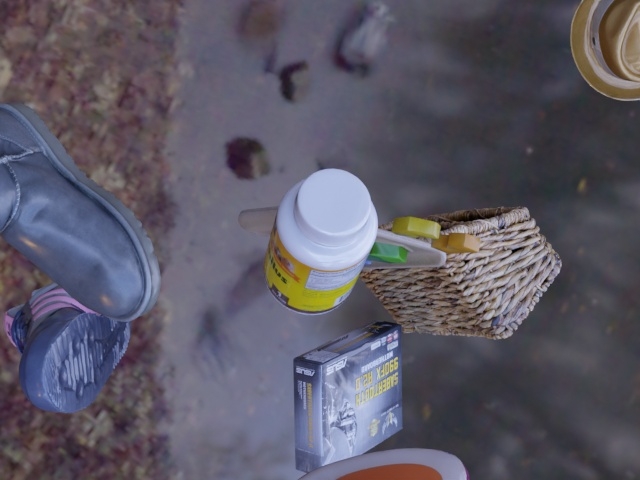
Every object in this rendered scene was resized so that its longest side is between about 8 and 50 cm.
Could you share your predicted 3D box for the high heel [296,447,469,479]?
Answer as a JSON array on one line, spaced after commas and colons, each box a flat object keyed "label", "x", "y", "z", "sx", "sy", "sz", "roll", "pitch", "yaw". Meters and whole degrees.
[{"label": "high heel", "x": -0.015, "y": 0.331, "z": 1.314, "sx": 0.377, "sy": 0.127, "sz": 0.181, "roll": -26, "pitch": 153, "yaw": -1}]

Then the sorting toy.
[{"label": "sorting toy", "x": 0.056, "y": 0.002, "z": 1.777, "sx": 0.229, "sy": 0.307, "sz": 0.041, "roll": 20, "pitch": 76, "yaw": -35}]

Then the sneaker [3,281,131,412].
[{"label": "sneaker", "x": -0.304, "y": 0.115, "z": 1.458, "sx": 0.319, "sy": 0.131, "sz": 0.112, "roll": -63, "pitch": 154, "yaw": -79}]

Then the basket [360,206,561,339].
[{"label": "basket", "x": 0.206, "y": 0.007, "z": 2.071, "sx": 0.223, "sy": 0.299, "sz": 0.213, "roll": 50, "pitch": 66, "yaw": -20}]

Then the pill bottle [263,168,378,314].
[{"label": "pill bottle", "x": 0.000, "y": 0.000, "z": 1.525, "sx": 0.117, "sy": 0.117, "sz": 0.215, "roll": -44, "pitch": 169, "yaw": -24}]

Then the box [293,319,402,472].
[{"label": "box", "x": 0.046, "y": 0.241, "z": 2.024, "sx": 0.231, "sy": 0.056, "sz": 0.183, "roll": -19, "pitch": 112, "yaw": -52}]

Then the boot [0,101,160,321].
[{"label": "boot", "x": -0.218, "y": -0.001, "z": 0.764, "sx": 0.076, "sy": 0.189, "sz": 0.208, "roll": -54, "pitch": 164, "yaw": 28}]

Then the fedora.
[{"label": "fedora", "x": 0.451, "y": -0.288, "z": 1.849, "sx": 0.194, "sy": 0.079, "sz": 0.194, "roll": -1, "pitch": 109, "yaw": -4}]
